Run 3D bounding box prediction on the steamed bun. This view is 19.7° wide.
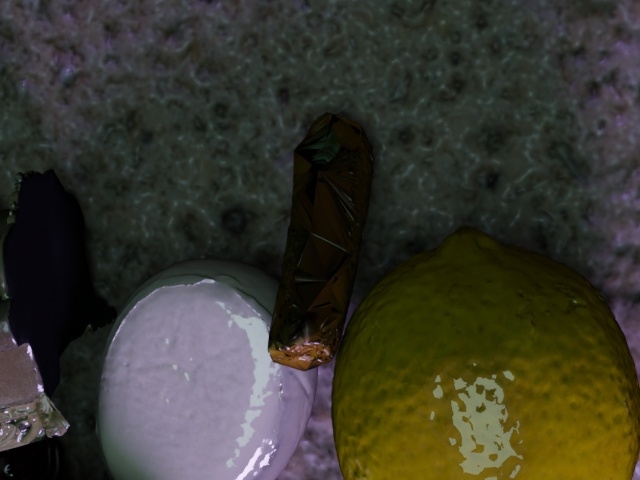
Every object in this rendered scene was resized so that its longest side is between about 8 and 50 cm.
[{"bbox_3d":[-0.090,0.123,1.526,0.177,0.131,0.228,19,104,14],"label":"steamed bun"}]

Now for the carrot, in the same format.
[{"bbox_3d":[0.001,0.000,1.465,0.069,0.069,0.229,5,57,7],"label":"carrot"}]

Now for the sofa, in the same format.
[{"bbox_3d":[-0.297,0.055,1.484,0.200,0.258,0.182,-16,110,11],"label":"sofa"}]

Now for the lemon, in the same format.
[{"bbox_3d":[0.128,0.134,1.440,0.267,0.267,0.267,1,100,8],"label":"lemon"}]

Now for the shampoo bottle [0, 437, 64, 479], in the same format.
[{"bbox_3d":[-0.374,0.260,1.592,0.323,0.129,0.084,-33,104,11],"label":"shampoo bottle"}]
